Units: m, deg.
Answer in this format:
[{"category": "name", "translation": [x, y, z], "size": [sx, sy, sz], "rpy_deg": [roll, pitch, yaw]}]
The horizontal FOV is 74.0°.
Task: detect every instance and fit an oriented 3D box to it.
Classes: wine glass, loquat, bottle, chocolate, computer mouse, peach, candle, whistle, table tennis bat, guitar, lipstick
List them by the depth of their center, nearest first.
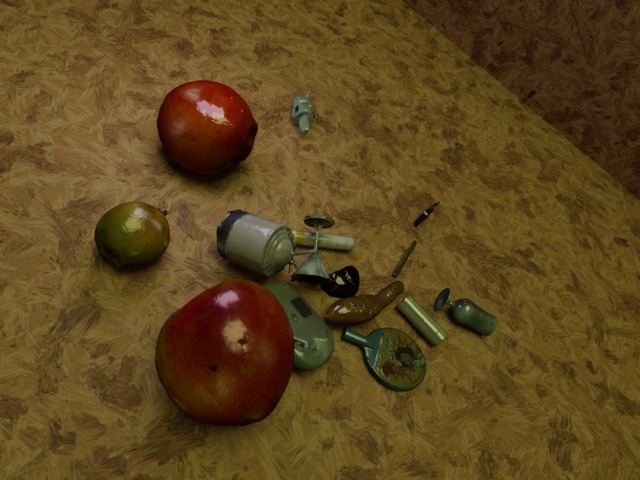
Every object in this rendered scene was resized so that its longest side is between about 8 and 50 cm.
[{"category": "peach", "translation": [-0.242, 0.307, 1.150], "size": [0.388, 0.388, 0.388], "rpy_deg": [11, 55, -16]}, {"category": "loquat", "translation": [-0.572, -0.032, 1.333], "size": [0.213, 0.213, 0.246], "rpy_deg": [36, 51, 3]}, {"category": "computer mouse", "translation": [-0.093, 0.276, 1.393], "size": [0.197, 0.095, 0.331], "rpy_deg": [-15, 56, -42]}, {"category": "candle", "translation": [-0.176, 0.020, 1.406], "size": [0.330, 0.187, 0.187], "rpy_deg": [18, 47, 26]}, {"category": "table tennis bat", "translation": [0.225, 0.393, 1.483], "size": [0.329, 0.044, 0.215], "rpy_deg": [28, 53, -5]}, {"category": "wine glass", "translation": [-0.019, 0.034, 1.515], "size": [0.156, 0.156, 0.232], "rpy_deg": [12, 70, -15]}, {"category": "chocolate", "translation": [0.085, 0.154, 1.557], "size": [0.149, 0.080, 0.125], "rpy_deg": [-16, 65, -32]}, {"category": "bottle", "translation": [0.377, 0.298, 1.588], "size": [0.201, 0.072, 0.072], "rpy_deg": [47, 53, 11]}, {"category": "peach", "translation": [-0.418, -0.419, 1.596], "size": [0.373, 0.290, 0.372], "rpy_deg": [6, 56, -9]}, {"category": "lipstick", "translation": [0.000, 0.000, 1.638], "size": [0.264, 0.059, 0.059], "rpy_deg": [7, 56, -20]}, {"category": "wine glass", "translation": [0.570, 0.283, 1.661], "size": [0.231, 0.103, 0.103], "rpy_deg": [30, 52, -5]}, {"category": "guitar", "translation": [0.497, -0.134, 1.936], "size": [0.025, 0.088, 0.233], "rpy_deg": [46, 43, 11]}, {"category": "whistle", "translation": [-0.081, -0.591, 1.974], "size": [0.106, 0.101, 0.253], "rpy_deg": [7, 53, -22]}]

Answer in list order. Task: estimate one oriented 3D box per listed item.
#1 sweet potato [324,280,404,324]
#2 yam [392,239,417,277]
[{"category": "sweet potato", "translation": [0.175, 0.232, 1.531], "size": [0.385, 0.109, 0.109], "rpy_deg": [-12, 63, -37]}, {"category": "yam", "translation": [0.349, 0.071, 1.761], "size": [0.027, 0.029, 0.234], "rpy_deg": [55, 48, -17]}]
